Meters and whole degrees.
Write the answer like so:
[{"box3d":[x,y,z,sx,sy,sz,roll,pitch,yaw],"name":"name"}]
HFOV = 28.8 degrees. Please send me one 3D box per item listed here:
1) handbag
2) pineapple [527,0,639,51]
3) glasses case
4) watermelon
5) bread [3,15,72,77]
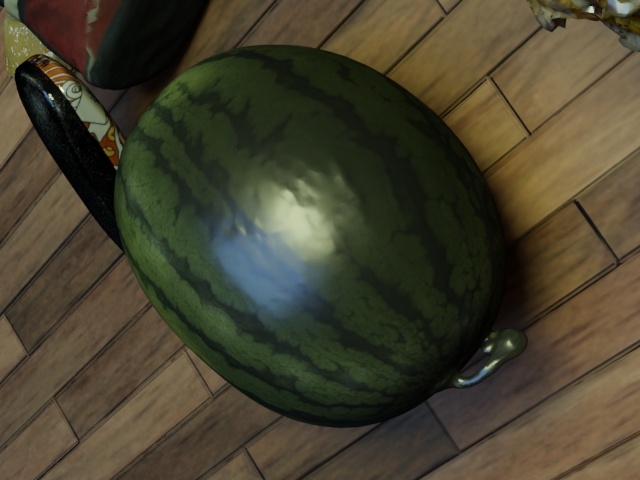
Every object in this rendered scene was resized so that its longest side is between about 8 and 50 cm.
[{"box3d":[-0.199,-0.281,1.147,0.181,0.181,0.254,40,127,16],"name":"handbag"},{"box3d":[0.236,-0.276,0.720,0.352,0.300,0.352,11,111,30],"name":"pineapple"},{"box3d":[-0.215,-0.070,1.233,0.103,0.067,0.266,31,155,49],"name":"glasses case"},{"box3d":[0.000,0.000,1.004,0.359,0.279,0.279,45,127,19],"name":"watermelon"},{"box3d":[-0.308,-0.208,1.356,0.083,0.035,0.070,11,112,30],"name":"bread"}]
